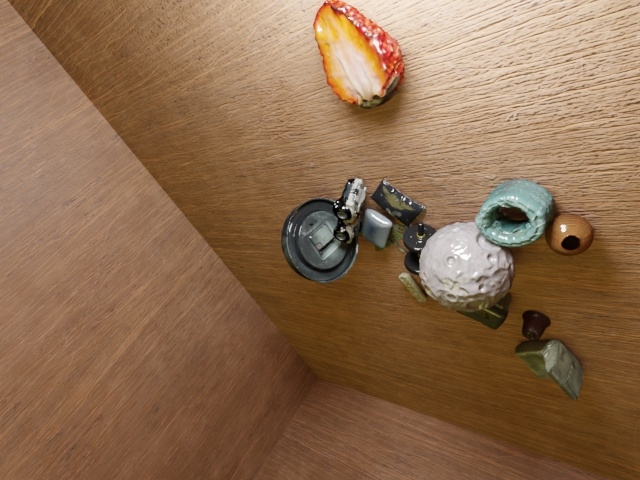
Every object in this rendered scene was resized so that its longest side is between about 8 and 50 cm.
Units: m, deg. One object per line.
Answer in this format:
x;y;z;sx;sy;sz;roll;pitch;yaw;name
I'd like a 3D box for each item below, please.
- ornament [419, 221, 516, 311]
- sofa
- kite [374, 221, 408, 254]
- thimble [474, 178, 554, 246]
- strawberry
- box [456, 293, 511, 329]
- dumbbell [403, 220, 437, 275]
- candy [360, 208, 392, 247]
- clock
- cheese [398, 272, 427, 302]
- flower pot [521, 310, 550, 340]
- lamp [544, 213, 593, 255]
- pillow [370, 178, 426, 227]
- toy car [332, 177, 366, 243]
0.535;0.089;1.562;0.337;0.337;0.337;26;148;18;ornament
0.989;0.562;1.874;0.210;0.176;0.225;45;148;-13;sofa
0.310;-0.020;1.956;0.267;0.013;0.323;43;149;-8;kite
0.625;-0.090;1.394;0.235;0.143;0.198;-6;120;46;thimble
0.124;-0.573;1.298;0.336;0.149;0.265;56;153;-10;strawberry
0.694;0.269;1.831;0.210;0.129;0.148;26;148;20;box
0.421;0.041;1.795;0.143;0.143;0.325;19;145;28;dumbbell
0.246;-0.053;1.900;0.138;0.071;0.174;34;147;19;candy
0.000;0.000;1.949;0.386;0.386;0.076;49;152;-18;clock
0.457;0.233;2.113;0.194;0.043;0.065;49;146;-19;cheese
0.891;0.362;1.791;0.111;0.089;0.111;27;148;18;flower pot
0.785;-0.018;1.355;0.136;0.136;0.136;26;148;18;lamp
0.309;-0.149;1.747;0.208;0.055;0.141;35;141;2;pillow
0.131;-0.121;1.846;0.118;0.193;0.301;13;144;13;toy car
